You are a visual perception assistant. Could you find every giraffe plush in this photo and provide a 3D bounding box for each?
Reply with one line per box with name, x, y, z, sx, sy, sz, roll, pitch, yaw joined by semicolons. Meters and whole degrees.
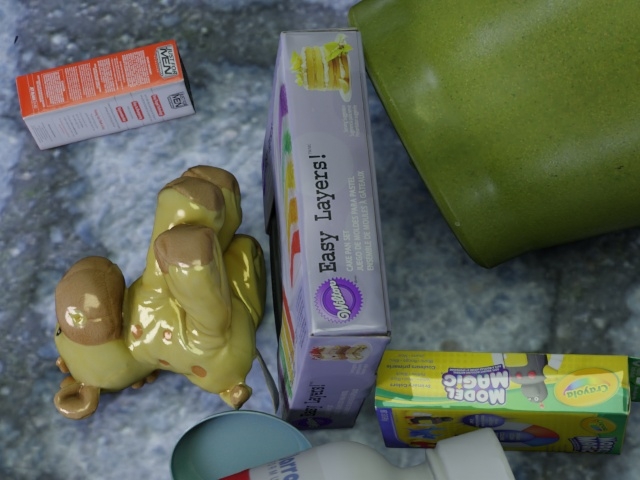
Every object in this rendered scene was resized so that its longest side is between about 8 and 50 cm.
giraffe plush;-0.140;0.058;1.590;0.171;0.181;0.210;-10;103;13

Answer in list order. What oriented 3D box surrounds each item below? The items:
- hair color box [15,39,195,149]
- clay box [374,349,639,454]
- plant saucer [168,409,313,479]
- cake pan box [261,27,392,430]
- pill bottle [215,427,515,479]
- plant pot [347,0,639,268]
hair color box;-0.184;-0.125;1.690;0.141;0.072;0.043;-13;69;0
clay box;0.157;0.128;1.532;0.222;0.127;0.053;2;70;7
plant saucer;-0.060;0.174;1.556;0.119;0.119;0.021;-4;35;4
cake pan box;0.000;0.000;1.523;0.070;0.267;0.245;-1;71;-6
pill bottle;-0.039;0.283;1.440;0.408;0.229;0.229;-19;69;-2
plant pot;0.225;-0.158;1.542;0.353;0.366;0.366;-28;69;8
